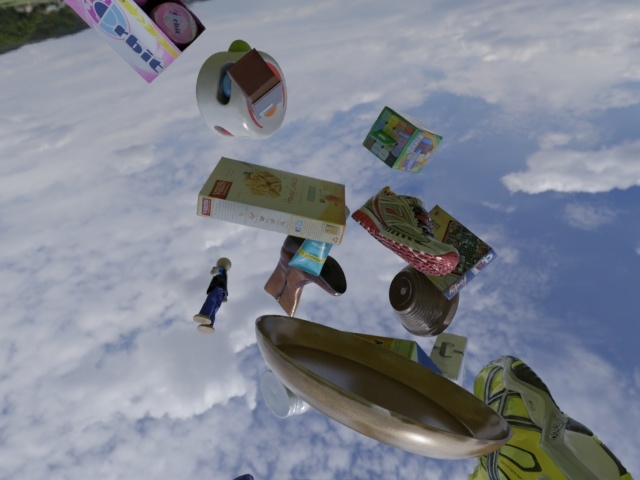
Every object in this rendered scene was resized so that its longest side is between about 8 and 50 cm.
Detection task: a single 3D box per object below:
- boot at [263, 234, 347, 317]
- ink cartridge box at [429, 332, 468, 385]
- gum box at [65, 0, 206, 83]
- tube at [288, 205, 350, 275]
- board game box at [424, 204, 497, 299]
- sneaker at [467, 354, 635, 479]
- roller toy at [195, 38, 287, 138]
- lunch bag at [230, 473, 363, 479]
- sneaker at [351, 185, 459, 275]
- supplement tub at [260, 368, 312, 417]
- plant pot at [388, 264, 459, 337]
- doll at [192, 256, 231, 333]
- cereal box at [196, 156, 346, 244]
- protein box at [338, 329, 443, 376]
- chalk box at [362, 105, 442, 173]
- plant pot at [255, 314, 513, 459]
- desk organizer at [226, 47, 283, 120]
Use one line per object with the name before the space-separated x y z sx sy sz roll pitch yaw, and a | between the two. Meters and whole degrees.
boot | -0.060 0.149 1.417 0.264 0.281 0.096 40 -143 19
ink cartridge box | 0.343 0.375 1.246 0.092 0.159 0.218 9 -160 24
gum box | -0.256 -0.310 0.579 0.107 0.188 0.062 -10 -136 48
tube | 0.000 0.000 1.045 0.080 0.207 0.052 26 -143 -6
board game box | 0.328 0.024 1.212 0.165 0.042 0.243 -45 -143 8
sneaker | 0.245 0.262 0.569 0.147 0.145 0.384 -31 179 5
roller toy | -0.169 -0.326 1.028 0.146 0.209 0.191 11 -132 28
lunch bag | -0.098 0.578 0.744 0.385 0.239 0.328 -2 -169 5
sneaker | 0.131 -0.025 0.691 0.093 0.088 0.225 -49 -143 3
supplement tub | -0.038 0.354 1.166 0.199 0.145 0.144 -16 -152 -39
plant pot | 0.274 0.155 1.308 0.109 0.238 0.237 14 -159 -28
doll | -0.239 0.113 1.040 0.046 0.129 0.189 4 -134 7
cereal box | -0.076 -0.074 0.790 0.240 0.047 0.173 12 -150 -5
protein box | 0.139 0.312 1.017 0.201 0.200 0.136 0 -123 35
chalk box | 0.222 -0.287 1.288 0.132 0.132 0.213 46 -153 28
plant pot | 0.047 0.127 0.405 0.236 0.033 0.236 21 179 0
desk organizer | -0.082 -0.198 0.587 0.047 0.050 0.130 -39 -171 1
